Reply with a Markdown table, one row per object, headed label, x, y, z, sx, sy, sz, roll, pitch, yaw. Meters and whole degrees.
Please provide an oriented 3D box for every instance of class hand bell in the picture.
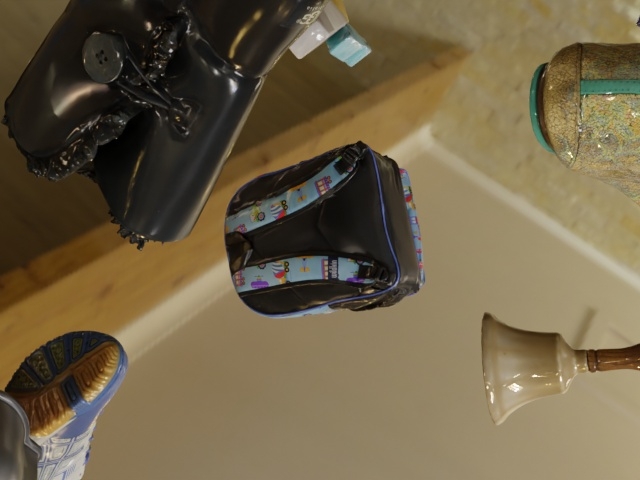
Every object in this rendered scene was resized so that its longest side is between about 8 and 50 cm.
| label | x | y | z | sx | sy | sz | roll | pitch | yaw |
| --- | --- | --- | --- | --- | --- | --- | --- | --- | --- |
| hand bell | 0.303 | 0.127 | 1.297 | 0.242 | 0.126 | 0.126 | -7 | -160 | 15 |

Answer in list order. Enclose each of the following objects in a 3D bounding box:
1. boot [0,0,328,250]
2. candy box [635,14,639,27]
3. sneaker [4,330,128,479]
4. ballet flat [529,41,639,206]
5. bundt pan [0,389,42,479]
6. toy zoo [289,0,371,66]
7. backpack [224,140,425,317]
| label | x | y | z | sx | sy | sz | roll | pitch | yaw |
| --- | --- | --- | --- | --- | --- | --- | --- | --- | --- |
| boot | -0.116 | -0.140 | 0.614 | 0.246 | 0.207 | 0.094 | 44 | -153 | 10 |
| candy box | 0.526 | -0.279 | 1.217 | 0.317 | 0.268 | 0.122 | 24 | 177 | -8 |
| sneaker | -0.314 | 0.221 | 1.411 | 0.131 | 0.296 | 0.112 | 30 | -156 | -45 |
| ballet flat | 0.275 | -0.083 | 0.934 | 0.123 | 0.123 | 0.348 | 44 | -162 | 26 |
| bundt pan | -0.430 | 0.275 | 1.169 | 0.330 | 0.331 | 0.124 | 17 | -158 | -29 |
| toy zoo | -0.064 | -0.242 | 0.872 | 0.293 | 0.030 | 0.192 | 49 | -163 | -18 |
| backpack | 0.000 | 0.000 | 1.166 | 0.117 | 0.173 | 0.158 | 12 | -116 | -65 |
